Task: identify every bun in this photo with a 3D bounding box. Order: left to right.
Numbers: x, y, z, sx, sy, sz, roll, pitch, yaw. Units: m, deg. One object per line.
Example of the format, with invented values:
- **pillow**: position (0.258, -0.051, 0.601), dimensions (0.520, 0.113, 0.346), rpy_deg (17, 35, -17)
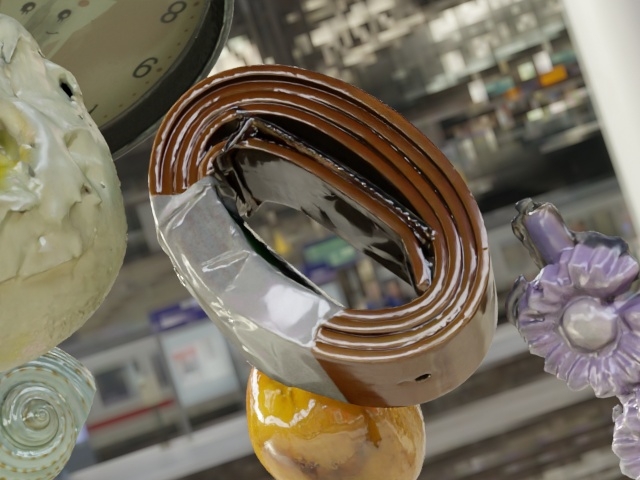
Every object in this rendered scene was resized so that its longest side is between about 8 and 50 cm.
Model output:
- **bun**: position (-0.220, -0.037, 1.142), dimensions (0.239, 0.239, 0.141), rpy_deg (-16, -14, -42)

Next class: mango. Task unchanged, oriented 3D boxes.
- **mango**: position (0.017, 0.131, 1.379), dimensions (0.112, 0.145, 0.219), rpy_deg (-32, -15, 8)

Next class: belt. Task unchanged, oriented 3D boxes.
- **belt**: position (0.000, 0.000, 1.268), dimensions (0.184, 0.261, 0.105), rpy_deg (-52, -21, -12)

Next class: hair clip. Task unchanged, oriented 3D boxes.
- **hair clip**: position (0.216, 0.092, 1.221), dimensions (0.106, 0.292, 0.084), rpy_deg (-38, 0, 36)

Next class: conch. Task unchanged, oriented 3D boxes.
- **conch**: position (-0.324, 0.168, 1.879), dimensions (0.200, 0.172, 0.131), rpy_deg (-1, -34, 40)

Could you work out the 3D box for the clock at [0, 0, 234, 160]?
- **clock**: position (-0.251, -0.165, 1.574), dimensions (0.386, 0.076, 0.386), rpy_deg (-23, -27, -13)
